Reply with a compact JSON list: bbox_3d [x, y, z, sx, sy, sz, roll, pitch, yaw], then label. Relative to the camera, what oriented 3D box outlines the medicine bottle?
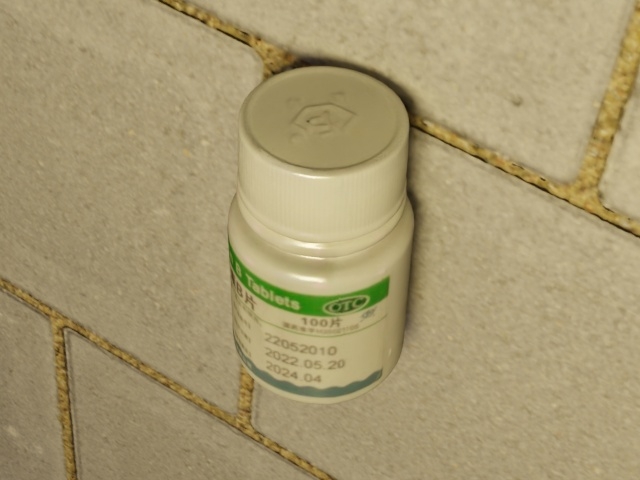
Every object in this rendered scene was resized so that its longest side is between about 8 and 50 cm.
[{"bbox_3d":[0.000,0.000,0.963,0.139,0.139,0.236,26,142,21],"label":"medicine bottle"}]
